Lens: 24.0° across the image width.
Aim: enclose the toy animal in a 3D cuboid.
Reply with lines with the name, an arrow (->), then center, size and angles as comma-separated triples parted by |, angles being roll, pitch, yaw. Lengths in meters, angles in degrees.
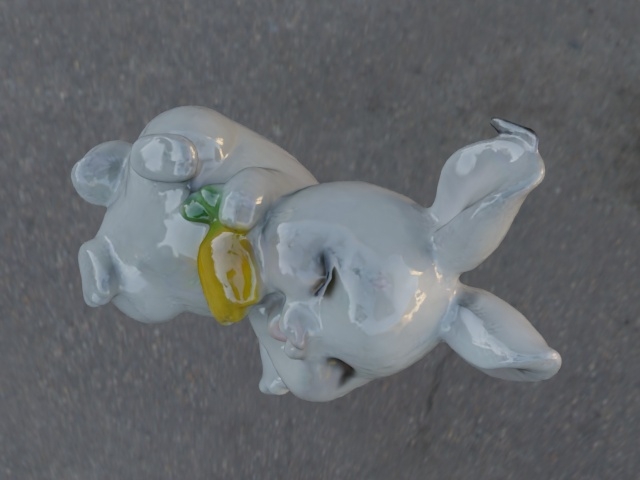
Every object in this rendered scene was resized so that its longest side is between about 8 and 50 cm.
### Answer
toy animal -> -0.003, 0.006, 1.005 | 0.325, 0.154, 0.208 | -3, 106, 18
